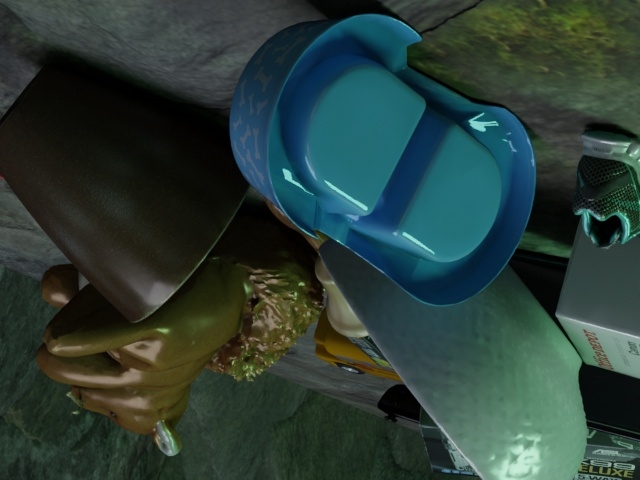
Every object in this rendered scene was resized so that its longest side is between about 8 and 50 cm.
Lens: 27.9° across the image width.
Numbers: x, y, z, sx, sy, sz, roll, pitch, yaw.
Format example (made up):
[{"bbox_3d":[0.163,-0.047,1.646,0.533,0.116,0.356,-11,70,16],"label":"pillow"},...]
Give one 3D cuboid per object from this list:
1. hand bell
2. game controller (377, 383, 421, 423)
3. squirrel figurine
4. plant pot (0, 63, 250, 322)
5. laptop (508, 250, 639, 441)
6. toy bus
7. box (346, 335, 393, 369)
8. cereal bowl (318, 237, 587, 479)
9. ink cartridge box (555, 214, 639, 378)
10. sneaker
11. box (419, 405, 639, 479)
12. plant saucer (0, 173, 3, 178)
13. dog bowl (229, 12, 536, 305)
[{"bbox_3d":[0.000,0.000,1.515,0.126,0.126,0.242,8,152,42],"label":"hand bell"},{"bbox_3d":[0.248,0.300,2.028,0.319,0.067,0.166,17,168,13],"label":"game controller"},{"bbox_3d":[-0.177,0.125,1.720,0.396,0.281,0.370,-5,138,-11],"label":"squirrel figurine"},{"bbox_3d":[-0.222,-0.068,1.329,0.230,0.215,0.215,38,163,-16],"label":"plant pot"},{"bbox_3d":[0.350,0.104,1.572,0.381,0.236,0.408,12,-166,33],"label":"laptop"},{"bbox_3d":[0.125,0.150,1.908,0.332,0.108,0.130,9,164,40],"label":"toy bus"},{"bbox_3d":[0.083,0.096,1.722,0.036,0.114,0.207,15,167,21],"label":"box"},{"bbox_3d":[0.151,0.096,1.264,0.339,0.141,0.339,51,-176,-5],"label":"cereal bowl"},{"bbox_3d":[0.372,0.076,1.164,0.283,0.117,0.207,15,168,23],"label":"ink cartridge box"},{"bbox_3d":[0.236,-0.025,1.033,0.065,0.076,0.166,12,166,35],"label":"sneaker"},{"bbox_3d":[0.302,0.277,1.806,0.307,0.077,0.242,5,157,11],"label":"box"},{"bbox_3d":[-0.534,-0.168,1.689,0.258,0.048,0.259,19,169,3],"label":"plant saucer"},{"bbox_3d":[0.049,-0.062,0.988,0.297,0.166,0.074,31,175,-42],"label":"dog bowl"}]
